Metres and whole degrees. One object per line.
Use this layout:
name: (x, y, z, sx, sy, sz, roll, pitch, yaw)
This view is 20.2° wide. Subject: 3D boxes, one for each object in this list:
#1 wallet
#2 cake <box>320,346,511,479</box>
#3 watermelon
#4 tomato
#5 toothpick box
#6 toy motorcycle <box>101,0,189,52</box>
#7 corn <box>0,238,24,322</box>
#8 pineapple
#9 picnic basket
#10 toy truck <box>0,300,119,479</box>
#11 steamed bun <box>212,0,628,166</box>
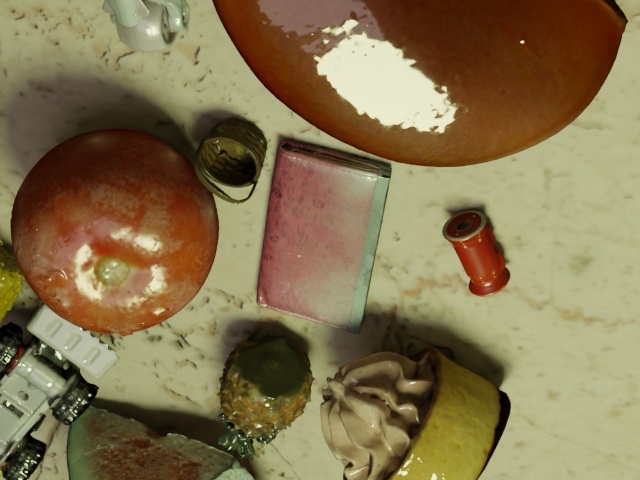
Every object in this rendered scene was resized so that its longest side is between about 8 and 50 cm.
wallet: (0.000, 0.000, 1.854, 0.119, 0.025, 0.232, 15, 134, 5)
cake: (0.079, 0.194, 1.899, 0.178, 0.208, 0.185, 34, 103, -4)
watermelon: (-0.177, 0.297, 2.092, 0.201, 0.262, 0.213, -28, 134, 0)
tomato: (-0.205, -0.012, 1.803, 0.208, 0.184, 0.208, -2, 121, -3)
toothpick box: (0.157, 0.014, 1.797, 0.047, 0.047, 0.083, -8, 129, 26)
toy motorcycle: (-0.169, -0.272, 1.605, 0.112, 0.112, 0.254, 6, 132, 14)
corn: (-0.460, 0.131, 2.015, 0.120, 0.120, 0.363, 35, 112, -14)
pineapple: (-0.071, 0.187, 2.004, 0.108, 0.108, 0.198, 22, 143, -1)
picnic basket: (-0.093, -0.073, 1.778, 0.072, 0.083, 0.072, 9, 133, 10)
toy truck: (-0.335, 0.166, 2.053, 0.136, 0.111, 0.286, 37, 122, -11)
steamed bun: (0.046, -0.220, 1.471, 0.379, 0.235, 0.248, 38, 109, -22)
